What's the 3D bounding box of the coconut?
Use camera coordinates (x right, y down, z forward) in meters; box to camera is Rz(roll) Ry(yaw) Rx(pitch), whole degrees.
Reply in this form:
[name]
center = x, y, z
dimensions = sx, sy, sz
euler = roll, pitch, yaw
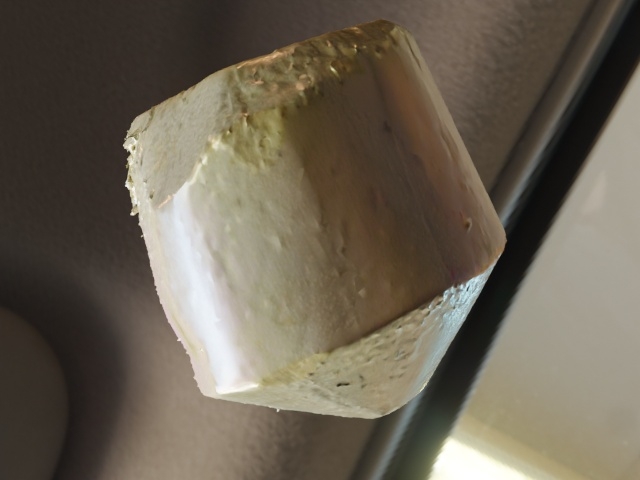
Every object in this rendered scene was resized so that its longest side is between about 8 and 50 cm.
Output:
[coconut]
center = 0.000, 0.000, 0.398
dimensions = 0.116, 0.116, 0.122
euler = -23, -87, -15
